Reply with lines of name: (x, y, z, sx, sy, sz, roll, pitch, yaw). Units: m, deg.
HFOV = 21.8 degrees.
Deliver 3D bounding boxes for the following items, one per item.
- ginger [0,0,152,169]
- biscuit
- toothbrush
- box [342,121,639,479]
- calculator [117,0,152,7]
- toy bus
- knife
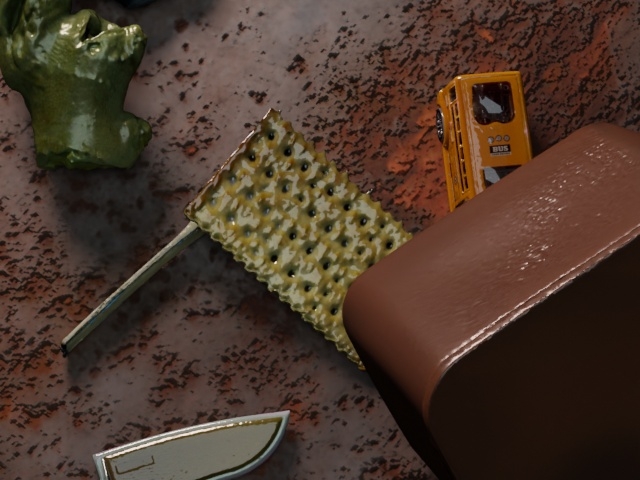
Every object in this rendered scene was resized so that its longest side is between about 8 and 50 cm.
ginger: (-0.237, -0.198, 1.531, 0.137, 0.089, 0.290, -21, 92, 26)
biscuit: (0.000, 0.000, 1.556, 0.231, 0.016, 0.139, 41, 78, -6)
toothbrush: (-0.135, 0.004, 1.552, 0.028, 0.026, 0.294, 38, 77, 21)
box: (0.219, 0.080, 1.428, 0.339, 0.229, 0.239, -33, 117, -8)
calculator: (-0.242, -0.343, 1.595, 0.293, 0.051, 0.173, 29, 79, 1)
toy bus: (0.162, -0.058, 1.561, 0.083, 0.088, 0.194, -6, 79, -8)
knife: (-0.186, 0.219, 1.505, 0.343, 0.027, 0.061, -17, 77, -9)
